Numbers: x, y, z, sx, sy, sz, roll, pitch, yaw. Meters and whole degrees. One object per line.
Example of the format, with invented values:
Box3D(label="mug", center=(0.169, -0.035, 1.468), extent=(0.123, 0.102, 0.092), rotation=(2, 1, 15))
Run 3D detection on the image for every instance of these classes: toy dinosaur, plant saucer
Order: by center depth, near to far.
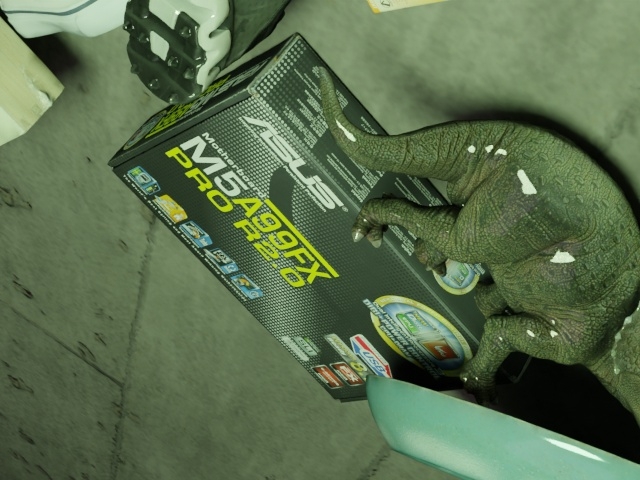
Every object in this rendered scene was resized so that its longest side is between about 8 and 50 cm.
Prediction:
Box3D(label="toy dinosaur", center=(0.125, -0.001, 0.752), extent=(0.160, 0.121, 0.313), rotation=(-29, 103, 34))
Box3D(label="plant saucer", center=(0.171, 0.164, 0.848), extent=(0.317, 0.044, 0.317), rotation=(22, 172, 3))

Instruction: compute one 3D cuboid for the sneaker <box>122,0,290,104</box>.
Box3D(label="sneaker", center=(-0.042, -0.181, 0.670), extent=(0.078, 0.106, 0.234), rotation=(40, 142, 20))

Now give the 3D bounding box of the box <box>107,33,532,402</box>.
Box3D(label="box", center=(0.000, 0.000, 0.916), extent=(0.270, 0.060, 0.216), rotation=(47, 150, -17))

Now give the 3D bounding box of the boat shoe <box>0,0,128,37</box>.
Box3D(label="boat shoe", center=(-0.157, -0.176, 0.810), extent=(0.226, 0.083, 0.076), rotation=(-3, 132, 51))

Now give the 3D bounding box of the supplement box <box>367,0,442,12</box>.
Box3D(label="supplement box", center=(0.055, -0.155, 0.657), extent=(0.098, 0.036, 0.062), rotation=(-1, 134, 47))

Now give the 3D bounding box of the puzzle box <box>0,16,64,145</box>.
Box3D(label="puzzle box", center=(-0.392, -0.157, 1.016), extent=(0.409, 0.052, 0.272), rotation=(-12, 125, 52))
